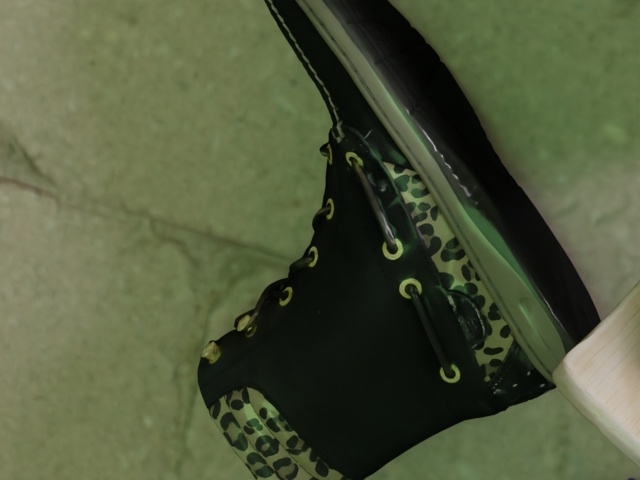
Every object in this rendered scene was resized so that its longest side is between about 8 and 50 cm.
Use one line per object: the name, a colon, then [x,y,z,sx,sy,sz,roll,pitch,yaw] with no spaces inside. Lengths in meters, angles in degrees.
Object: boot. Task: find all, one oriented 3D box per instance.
boot: [0.000,0.001,0.912,0.178,0.085,0.236,-35,88,23]

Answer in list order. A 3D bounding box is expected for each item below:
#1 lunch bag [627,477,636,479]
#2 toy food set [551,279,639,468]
lunch bag: [0.125,0.194,0.868,0.096,0.151,0.129,34,108,11]
toy food set: [0.252,0.009,0.676,0.220,0.092,0.306,42,110,12]
